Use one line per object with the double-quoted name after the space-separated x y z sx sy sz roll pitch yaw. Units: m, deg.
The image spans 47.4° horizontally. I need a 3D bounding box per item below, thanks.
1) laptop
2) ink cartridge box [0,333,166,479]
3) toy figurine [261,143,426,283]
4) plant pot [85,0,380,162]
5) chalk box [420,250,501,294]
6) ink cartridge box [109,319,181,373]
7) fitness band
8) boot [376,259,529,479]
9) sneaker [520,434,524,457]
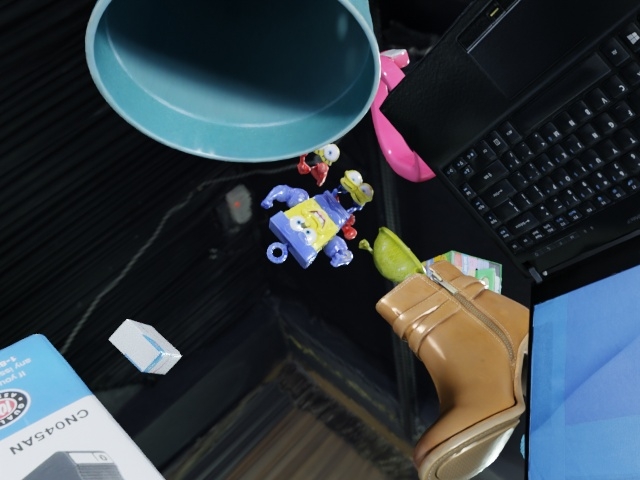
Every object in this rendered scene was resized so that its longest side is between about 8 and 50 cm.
0.132 -0.002 0.401 0.264 0.136 0.234 49 -30 0 "laptop"
-0.202 0.276 0.454 0.395 0.285 0.166 34 -43 36 "ink cartridge box"
0.000 0.000 1.382 0.362 0.217 0.191 51 -22 5 "toy figurine"
-0.078 -0.263 0.742 0.271 0.255 0.271 0 -30 0 "plant pot"
0.297 0.108 1.561 0.132 0.132 0.213 15 -20 -19 "chalk box"
-0.315 0.195 1.321 0.088 0.052 0.122 41 -4 13 "ink cartridge box"
0.124 -0.200 1.178 0.291 0.054 0.209 -121 -168 -75 "fitness band"
0.143 0.132 0.826 0.220 0.283 0.109 41 -39 27 "boot"
0.423 0.353 1.123 0.229 0.092 0.087 18 -82 28 "sneaker"
